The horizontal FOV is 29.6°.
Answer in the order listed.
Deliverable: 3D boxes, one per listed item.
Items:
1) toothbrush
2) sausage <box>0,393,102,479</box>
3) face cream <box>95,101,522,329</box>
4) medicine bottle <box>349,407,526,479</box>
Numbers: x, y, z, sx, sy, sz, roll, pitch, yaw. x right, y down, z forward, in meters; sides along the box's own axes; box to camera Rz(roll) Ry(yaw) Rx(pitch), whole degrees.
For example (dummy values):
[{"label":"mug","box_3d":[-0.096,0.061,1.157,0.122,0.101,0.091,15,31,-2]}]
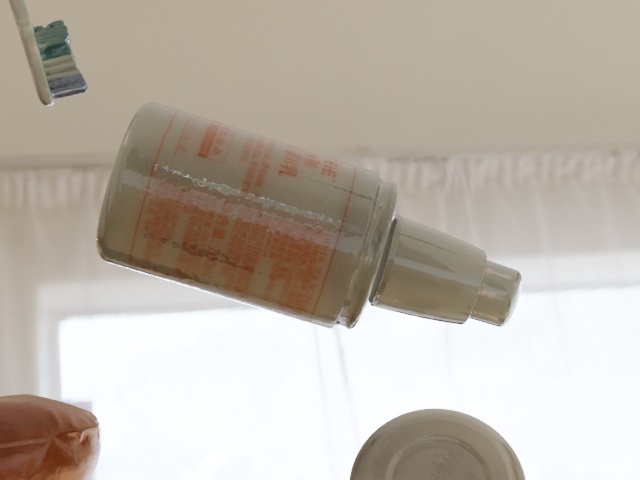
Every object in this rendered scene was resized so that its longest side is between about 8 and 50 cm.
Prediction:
[{"label":"toothbrush","box_3d":[-0.236,-0.281,0.856,0.040,0.386,0.040,-17,-4,-1]},{"label":"sausage","box_3d":[-0.346,0.221,1.212,0.258,0.133,0.133,-3,-21,-21]},{"label":"face cream","box_3d":[0.000,0.000,0.723,0.251,0.101,0.101,17,-24,-2]},{"label":"medicine bottle","box_3d":[0.106,0.288,1.150,0.157,0.157,0.289,-6,-35,-2]}]
